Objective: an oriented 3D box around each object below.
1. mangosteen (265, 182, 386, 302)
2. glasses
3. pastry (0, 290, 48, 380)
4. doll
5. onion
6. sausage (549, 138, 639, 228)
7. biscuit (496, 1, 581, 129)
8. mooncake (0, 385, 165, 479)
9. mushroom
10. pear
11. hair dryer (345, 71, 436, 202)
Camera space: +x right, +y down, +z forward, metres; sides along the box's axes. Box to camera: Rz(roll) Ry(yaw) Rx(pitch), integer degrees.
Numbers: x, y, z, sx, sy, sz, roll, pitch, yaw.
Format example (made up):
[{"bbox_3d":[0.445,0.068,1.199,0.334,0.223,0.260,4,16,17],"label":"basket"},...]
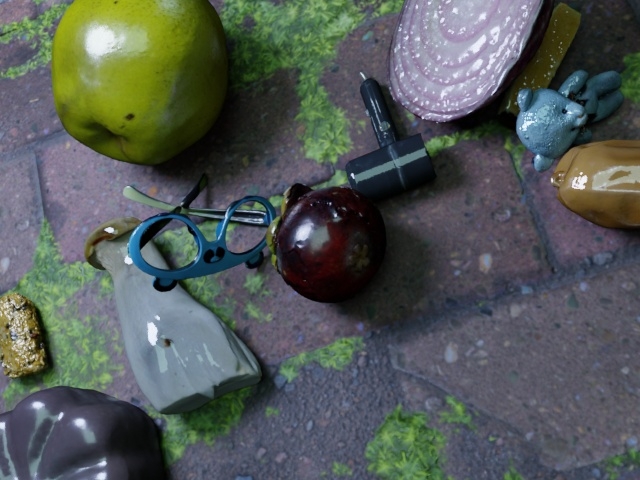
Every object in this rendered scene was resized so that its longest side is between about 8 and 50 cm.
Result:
[{"bbox_3d":[0.000,0.000,1.027,0.180,0.166,0.166,17,79,39],"label":"mangosteen"},{"bbox_3d":[-0.198,-0.045,1.078,0.239,0.102,0.207,-17,57,-36],"label":"glasses"},{"bbox_3d":[-0.480,0.150,1.160,0.080,0.056,0.140,-19,77,17],"label":"pastry"},{"bbox_3d":[0.352,-0.175,0.997,0.179,0.075,0.120,-23,107,-9],"label":"doll"},{"bbox_3d":[0.223,-0.281,1.056,0.250,0.111,0.248,24,98,45],"label":"onion"},{"bbox_3d":[0.424,-0.074,0.945,0.241,0.136,0.120,1,82,19],"label":"sausage"},{"bbox_3d":[0.315,-0.252,1.058,0.052,0.056,0.188,29,84,2],"label":"biscuit"},{"bbox_3d":[-0.365,0.358,1.022,0.305,0.154,0.306,-3,76,12],"label":"mooncake"},{"bbox_3d":[-0.234,0.106,1.087,0.159,0.122,0.329,-21,67,-29],"label":"mushroom"},{"bbox_3d":[-0.269,-0.267,1.108,0.294,0.294,0.294,-4,74,14],"label":"pear"},{"bbox_3d":[0.085,-0.166,1.096,0.124,0.071,0.219,-19,65,9],"label":"hair dryer"}]
